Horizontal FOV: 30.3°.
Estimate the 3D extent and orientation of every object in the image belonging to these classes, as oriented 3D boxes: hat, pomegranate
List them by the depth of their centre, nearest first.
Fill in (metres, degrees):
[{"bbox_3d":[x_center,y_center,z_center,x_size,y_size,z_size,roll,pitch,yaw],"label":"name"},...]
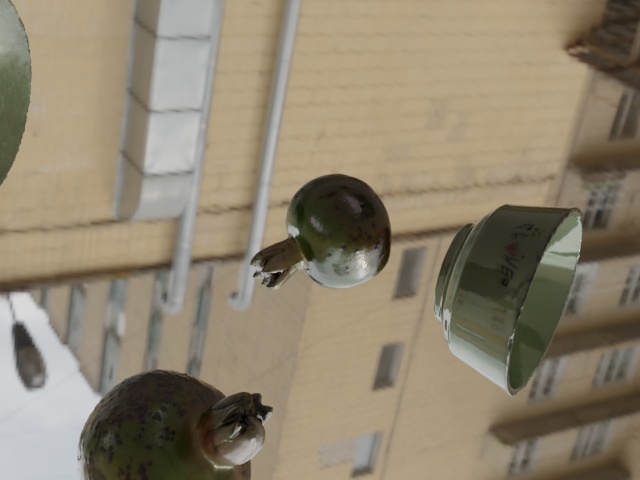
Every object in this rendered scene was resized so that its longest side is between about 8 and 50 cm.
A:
[{"bbox_3d":[0.000,0.000,1.126,0.142,0.114,0.114,-27,-141,-16],"label":"pomegranate"},{"bbox_3d":[-0.414,-0.148,1.208,0.130,0.257,0.257,12,-155,14],"label":"hat"},{"bbox_3d":[-0.199,0.310,1.772,0.285,0.340,0.285,32,-137,-35],"label":"pomegranate"}]

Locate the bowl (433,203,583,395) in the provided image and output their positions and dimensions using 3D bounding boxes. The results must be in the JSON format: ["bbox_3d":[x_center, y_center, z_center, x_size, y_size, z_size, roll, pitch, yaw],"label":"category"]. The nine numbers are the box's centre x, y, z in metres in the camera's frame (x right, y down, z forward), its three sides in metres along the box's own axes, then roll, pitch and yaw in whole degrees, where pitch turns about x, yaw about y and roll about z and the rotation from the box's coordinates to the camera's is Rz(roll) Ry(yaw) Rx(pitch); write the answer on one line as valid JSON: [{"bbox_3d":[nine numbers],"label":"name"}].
[{"bbox_3d":[0.194,0.050,1.272,0.112,0.211,0.211,19,-153,25],"label":"bowl"}]
